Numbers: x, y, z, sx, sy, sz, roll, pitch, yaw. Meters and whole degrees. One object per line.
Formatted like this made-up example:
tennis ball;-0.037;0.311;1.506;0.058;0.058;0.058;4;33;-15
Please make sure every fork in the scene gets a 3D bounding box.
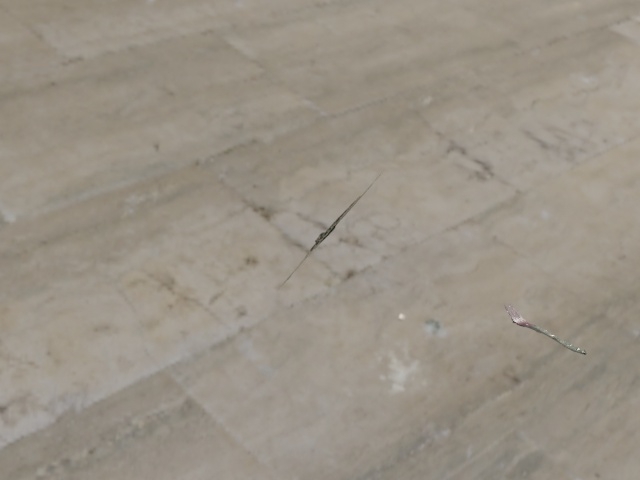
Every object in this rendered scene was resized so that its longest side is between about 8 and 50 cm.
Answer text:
fork;0.223;0.091;1.084;0.016;0.012;0.115;-12;27;-31

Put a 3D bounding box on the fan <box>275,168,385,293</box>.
fan;-0.001;-0.001;1.286;0.009;0.329;0.191;41;77;0
